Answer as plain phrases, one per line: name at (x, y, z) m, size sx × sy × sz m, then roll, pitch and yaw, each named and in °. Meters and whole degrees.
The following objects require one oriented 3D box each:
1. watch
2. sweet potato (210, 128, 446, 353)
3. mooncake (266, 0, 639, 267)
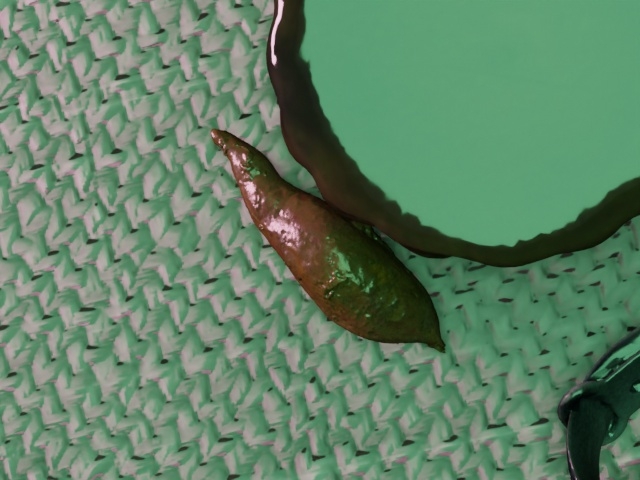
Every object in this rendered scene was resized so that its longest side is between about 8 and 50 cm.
watch at (0.251, 0.122, 1.084) m, size 0.206 × 0.068 × 0.193 m, roll -10°, pitch 52°, yaw 30°
sweet potato at (-0.001, 0.002, 1.164) m, size 0.226 × 0.068 × 0.068 m, roll 43°, pitch 94°, yaw 7°
mooncake at (0.110, -0.122, 1.105) m, size 0.290 × 0.161 × 0.290 m, roll 0°, pitch 90°, yaw 7°
